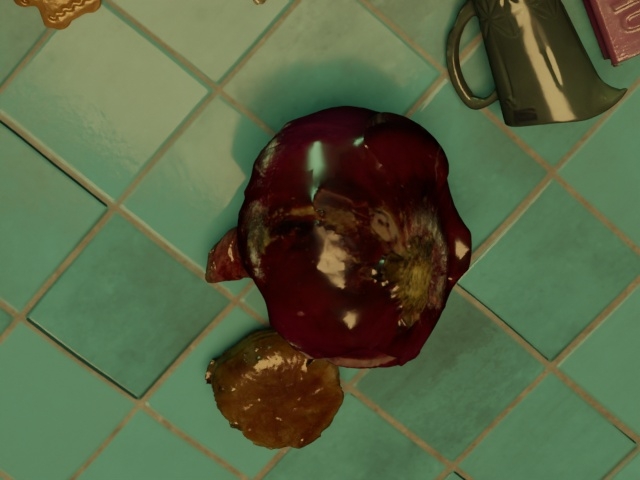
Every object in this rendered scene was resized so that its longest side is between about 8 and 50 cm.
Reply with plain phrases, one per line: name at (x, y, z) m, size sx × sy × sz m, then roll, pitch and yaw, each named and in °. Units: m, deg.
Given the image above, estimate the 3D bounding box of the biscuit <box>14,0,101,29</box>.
biscuit at (-0.397, -0.400, 1.782) m, size 0.133 × 0.027 × 0.184 m, roll -17°, pitch 111°, yaw 2°

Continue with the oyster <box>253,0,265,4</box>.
oyster at (-0.124, -0.472, 1.729) m, size 0.271 × 0.100 × 0.275 m, roll -50°, pitch 142°, yaw 11°

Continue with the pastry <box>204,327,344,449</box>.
pastry at (-0.077, 0.244, 2.019) m, size 0.229 × 0.100 × 0.218 m, roll 10°, pitch 113°, yaw -15°

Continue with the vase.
vase at (0.296, -0.315, 1.834) m, size 0.251 × 0.156 × 0.301 m, roll -15°, pitch 108°, yaw 28°

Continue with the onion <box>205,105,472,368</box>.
onion at (0.000, 0.000, 1.855) m, size 0.398 × 0.420 × 0.398 m, roll 4°, pitch 84°, yaw -45°

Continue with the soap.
soap at (0.460, -0.383, 1.855) m, size 0.122 × 0.065 × 0.203 m, roll -25°, pitch 112°, yaw 4°
